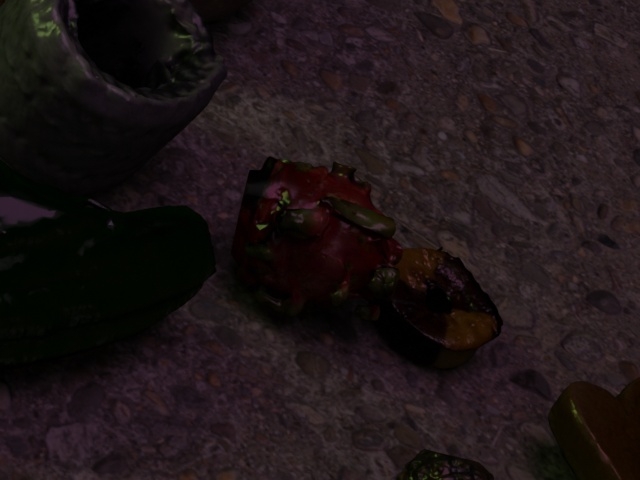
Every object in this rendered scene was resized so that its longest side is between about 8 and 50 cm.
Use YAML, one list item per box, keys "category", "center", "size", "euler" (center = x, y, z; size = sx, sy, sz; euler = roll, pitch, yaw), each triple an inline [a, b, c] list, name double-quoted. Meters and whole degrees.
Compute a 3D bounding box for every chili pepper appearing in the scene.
- category: "chili pepper"
  center: [-0.281, 0.006, 1.769]
  size: [0.385, 0.167, 0.213]
  euler: [-8, 54, -40]

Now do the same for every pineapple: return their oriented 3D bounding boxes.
- category: "pineapple"
  center: [0.104, 0.289, 1.776]
  size: [0.108, 0.108, 0.198]
  euler: [22, 51, -11]

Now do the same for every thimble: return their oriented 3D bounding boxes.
- category: "thimble"
  center: [-0.226, -0.169, 1.966]
  size: [0.245, 0.157, 0.217]
  euler: [-3, 64, -50]

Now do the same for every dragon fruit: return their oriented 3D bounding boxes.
- category: "dragon fruit"
  center: [0.000, 0.000, 1.966]
  size: [0.172, 0.160, 0.166]
  euler: [13, 4, -1]

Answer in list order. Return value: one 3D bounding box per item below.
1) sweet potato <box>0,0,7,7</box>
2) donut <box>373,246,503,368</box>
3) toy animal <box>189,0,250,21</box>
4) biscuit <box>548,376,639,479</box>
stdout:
- category: "sweet potato"
  center: [-0.398, -0.204, 1.991]
  size: [0.097, 0.097, 0.291]
  euler: [48, 33, 21]
- category: "donut"
  center: [0.119, 0.074, 2.040]
  size: [0.140, 0.059, 0.140]
  euler: [18, 40, -16]
- category: "toy animal"
  center: [-0.123, -0.364, 2.227]
  size: [0.188, 0.226, 0.358]
  euler: [37, 39, 7]
- category: "biscuit"
  center: [0.347, 0.251, 1.966]
  size: [0.287, 0.057, 0.344]
  euler: [33, 31, -10]
